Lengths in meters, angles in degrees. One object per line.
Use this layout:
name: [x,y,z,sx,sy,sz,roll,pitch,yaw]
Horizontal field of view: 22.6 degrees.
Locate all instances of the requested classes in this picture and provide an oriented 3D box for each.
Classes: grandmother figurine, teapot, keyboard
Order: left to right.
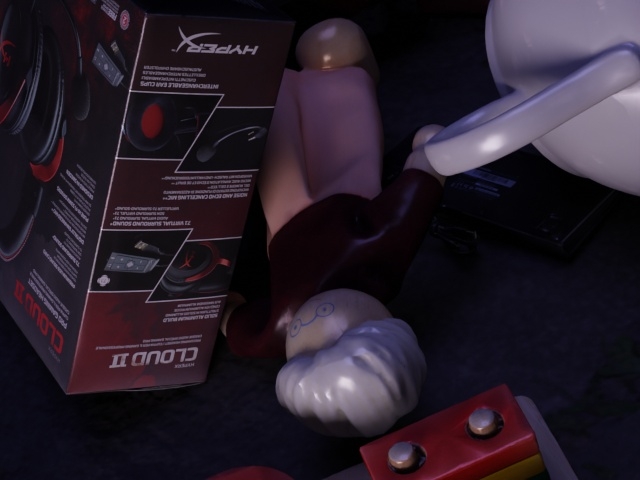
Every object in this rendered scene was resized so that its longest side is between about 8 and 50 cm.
grandmother figurine: [0.000,0.000,1.046,0.208,0.104,0.342,-48,29,26]
keyboard: [0.108,-0.027,1.106,0.180,0.023,0.108,20,48,39]
teapot: [0.194,-0.126,1.040,0.187,0.256,0.252,-25,53,41]

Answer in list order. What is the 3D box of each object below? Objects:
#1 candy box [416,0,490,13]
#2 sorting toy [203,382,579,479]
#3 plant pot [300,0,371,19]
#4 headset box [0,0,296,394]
candy box: [0.212,-0.312,1.323,0.183,0.087,0.316,6,46,32]
sorting toy: [0.035,0.199,0.833,0.255,0.089,0.257,-23,40,-2]
plant pot: [-0.013,-0.330,1.206,0.267,0.236,0.267,-43,37,7]
headset box: [-0.143,-0.053,1.068,0.110,0.293,0.218,-2,30,-33]
